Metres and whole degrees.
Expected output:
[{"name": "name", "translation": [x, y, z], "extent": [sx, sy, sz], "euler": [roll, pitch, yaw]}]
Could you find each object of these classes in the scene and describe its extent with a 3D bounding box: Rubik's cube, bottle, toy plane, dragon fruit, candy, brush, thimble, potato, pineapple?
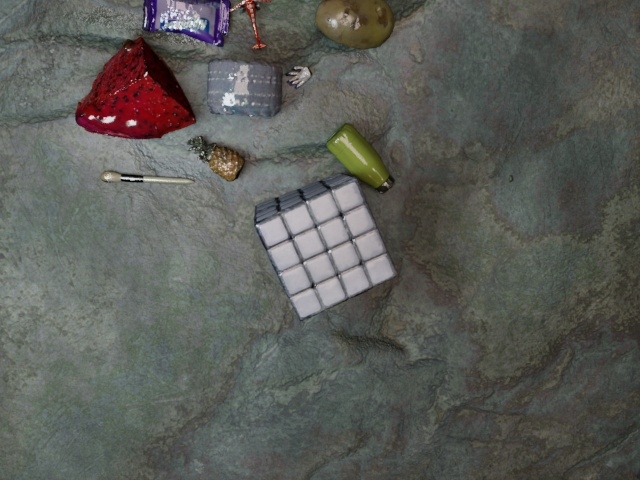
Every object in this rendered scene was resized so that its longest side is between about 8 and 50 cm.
[{"name": "Rubik's cube", "translation": [0.000, 0.000, 1.770], "extent": [0.343, 0.337, 0.345], "euler": [-24, 102, -2]}, {"name": "bottle", "translation": [0.141, -0.266, 1.850], "extent": [0.112, 0.112, 0.260], "euler": [-45, 103, 3]}, {"name": "toy plane", "translation": [-0.206, -0.714, 1.743], "extent": [0.126, 0.077, 0.194], "euler": [-32, 111, 3]}, {"name": "dragon fruit", "translation": [-0.589, -0.445, 1.662], "extent": [0.330, 0.240, 0.303], "euler": [-26, 84, -9]}, {"name": "candy", "translation": [-0.420, -0.701, 1.719], "extent": [0.274, 0.070, 0.145], "euler": [8, 106, -13]}, {"name": "brush", "translation": [-0.566, -0.198, 1.811], "extent": [0.298, 0.042, 0.039], "euler": [4, 97, -9]}, {"name": "thimble", "translation": [-0.236, -0.469, 1.725], "extent": [0.236, 0.205, 0.172], "euler": [-6, 108, -31]}, {"name": "potato", "translation": [0.110, -0.687, 1.744], "extent": [0.262, 0.165, 0.165], "euler": [-5, 102, -17]}, {"name": "pineapple", "translation": [-0.342, -0.274, 1.796], "extent": [0.197, 0.108, 0.108], "euler": [32, 95, -5]}]

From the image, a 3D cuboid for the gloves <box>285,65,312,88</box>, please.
[{"name": "gloves", "translation": [-0.073, -0.541, 1.816], "extent": [0.086, 0.026, 0.064], "euler": [-34, 101, 5]}]
